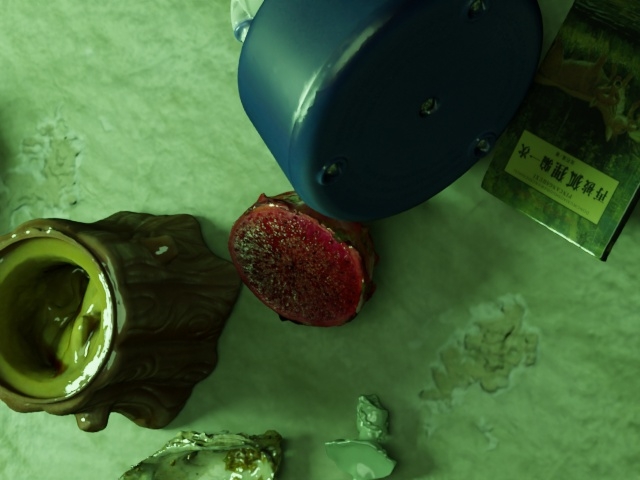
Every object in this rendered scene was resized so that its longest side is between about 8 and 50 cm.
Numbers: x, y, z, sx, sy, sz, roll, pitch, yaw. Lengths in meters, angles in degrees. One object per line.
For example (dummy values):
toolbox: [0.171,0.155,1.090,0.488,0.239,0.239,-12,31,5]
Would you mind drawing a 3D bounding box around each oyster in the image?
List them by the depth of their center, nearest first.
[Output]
oyster: [-0.113,0.231,1.768,0.177,0.056,0.105,-40,82,17]

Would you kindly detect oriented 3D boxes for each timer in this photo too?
timer: [-0.011,-0.231,1.666,0.270,0.270,0.383,-50,57,13]

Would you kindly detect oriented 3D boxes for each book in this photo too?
book: [0.251,-0.114,1.621,0.160,0.024,0.228,36,102,42]

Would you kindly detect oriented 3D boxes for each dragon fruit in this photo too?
dragon fruit: [0.000,0.000,1.719,0.153,0.111,0.153,21,135,22]

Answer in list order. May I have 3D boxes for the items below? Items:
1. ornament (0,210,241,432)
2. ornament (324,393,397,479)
ornament: [-0.218,0.077,1.725,0.235,0.217,0.221,-5,87,20]
ornament: [0.042,0.199,1.715,0.068,0.041,0.092,36,100,16]
